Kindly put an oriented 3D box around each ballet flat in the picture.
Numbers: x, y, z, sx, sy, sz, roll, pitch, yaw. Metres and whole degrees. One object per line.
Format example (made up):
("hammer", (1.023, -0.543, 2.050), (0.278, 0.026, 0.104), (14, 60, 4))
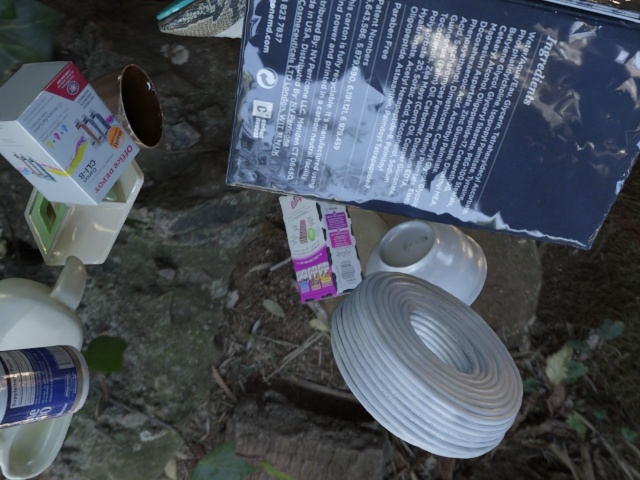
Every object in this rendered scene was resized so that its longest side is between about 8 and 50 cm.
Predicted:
("ballet flat", (-0.138, -0.546, 1.262), (0.164, 0.482, 0.182), (4, 143, 45))

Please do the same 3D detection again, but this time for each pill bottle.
("pill bottle", (-0.272, 0.129, 0.521), (0.067, 0.120, 0.067), (-3, 85, 33))

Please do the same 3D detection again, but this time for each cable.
("cable", (0.135, 0.147, 0.747), (0.257, 0.257, 0.089), (32, 115, -9))

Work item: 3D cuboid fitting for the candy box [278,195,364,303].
("candy box", (0.000, 0.000, 1.200), (0.071, 0.159, 0.233), (-10, 84, -30))

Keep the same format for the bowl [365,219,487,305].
("bowl", (0.222, 0.048, 1.386), (0.298, 0.298, 0.134), (-25, 132, 13))

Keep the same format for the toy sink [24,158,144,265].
("toy sink", (-0.472, -0.086, 1.169), (0.153, 0.131, 0.234), (53, 122, 28))

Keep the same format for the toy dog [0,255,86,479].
("toy dog", (-0.625, 0.174, 1.082), (0.284, 0.408, 0.395), (32, 75, -41))

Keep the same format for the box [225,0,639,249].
("box", (0.140, -0.261, 0.854), (0.472, 0.480, 0.297), (9, 121, -5))

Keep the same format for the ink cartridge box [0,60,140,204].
("ink cartridge box", (-0.392, -0.157, 0.898), (0.127, 0.128, 0.176), (7, 146, 31))

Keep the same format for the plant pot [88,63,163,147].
("plant pot", (-0.567, -0.329, 1.560), (0.230, 0.215, 0.215), (-8, 107, 12))

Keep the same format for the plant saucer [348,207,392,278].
("plant saucer", (0.110, 0.024, 1.646), (0.278, 0.041, 0.277), (17, 117, 36))
